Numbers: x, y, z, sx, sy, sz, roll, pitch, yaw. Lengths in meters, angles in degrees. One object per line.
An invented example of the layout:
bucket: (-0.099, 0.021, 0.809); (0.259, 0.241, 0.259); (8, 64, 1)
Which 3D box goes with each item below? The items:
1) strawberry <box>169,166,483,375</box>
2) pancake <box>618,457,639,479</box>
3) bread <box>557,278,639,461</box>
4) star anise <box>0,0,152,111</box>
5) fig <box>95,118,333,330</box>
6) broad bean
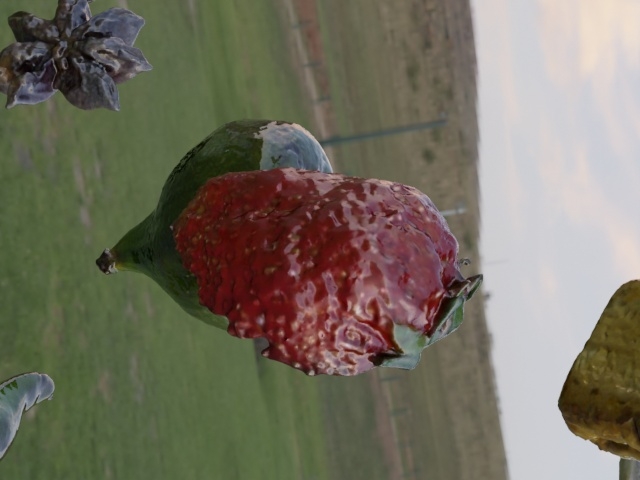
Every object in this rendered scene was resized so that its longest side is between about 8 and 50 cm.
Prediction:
strawberry: (0.000, 0.000, 0.650); (0.146, 0.187, 0.082); (-46, 149, -54)
pancake: (0.491, 0.309, 1.263); (0.082, 0.387, 0.386); (133, -47, -57)
bread: (0.232, 0.086, 0.629); (0.083, 0.114, 0.211); (39, -12, -25)
star anise: (-0.307, -0.236, 1.409); (0.073, 0.212, 0.196); (78, 15, -53)
fig: (-0.106, -0.017, 1.081); (0.203, 0.235, 0.203); (2, 90, -65)
broad bean: (-0.318, 0.190, 0.968); (0.339, 0.061, 0.077); (-49, 152, -69)
